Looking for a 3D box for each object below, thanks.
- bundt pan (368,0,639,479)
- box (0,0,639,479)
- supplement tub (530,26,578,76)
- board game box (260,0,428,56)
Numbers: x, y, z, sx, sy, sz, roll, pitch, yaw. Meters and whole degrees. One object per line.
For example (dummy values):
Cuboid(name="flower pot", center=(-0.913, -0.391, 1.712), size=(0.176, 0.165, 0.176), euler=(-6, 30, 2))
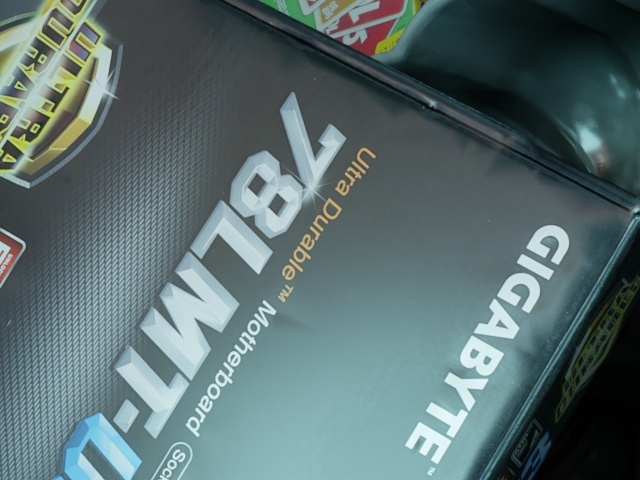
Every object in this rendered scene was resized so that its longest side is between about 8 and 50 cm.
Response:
Cuboid(name="bundt pan", center=(0.135, 0.037, 0.886), size=(0.331, 0.124, 0.330), euler=(-4, 84, 43))
Cuboid(name="box", center=(-0.071, 0.052, 0.708), size=(0.293, 0.073, 0.295), euler=(30, 83, 24))
Cuboid(name="supplement tub", center=(0.167, -0.257, 1.025), size=(0.235, 0.235, 0.325), euler=(-24, 54, 14))
Cuboid(name="board game box", center=(-0.039, -0.092, 1.119), size=(0.259, 0.039, 0.124), euler=(-30, 42, 32))
